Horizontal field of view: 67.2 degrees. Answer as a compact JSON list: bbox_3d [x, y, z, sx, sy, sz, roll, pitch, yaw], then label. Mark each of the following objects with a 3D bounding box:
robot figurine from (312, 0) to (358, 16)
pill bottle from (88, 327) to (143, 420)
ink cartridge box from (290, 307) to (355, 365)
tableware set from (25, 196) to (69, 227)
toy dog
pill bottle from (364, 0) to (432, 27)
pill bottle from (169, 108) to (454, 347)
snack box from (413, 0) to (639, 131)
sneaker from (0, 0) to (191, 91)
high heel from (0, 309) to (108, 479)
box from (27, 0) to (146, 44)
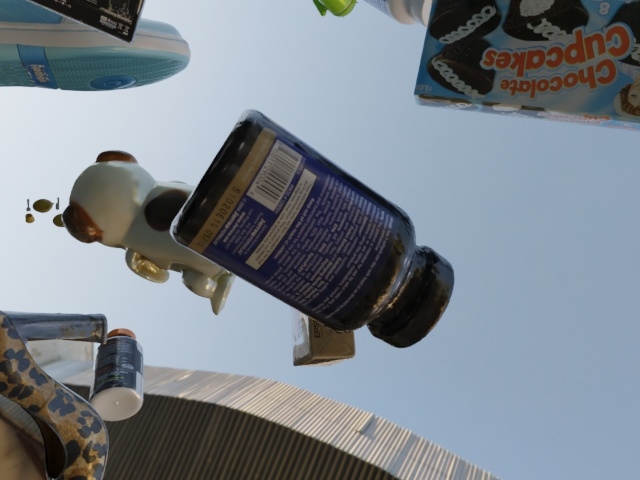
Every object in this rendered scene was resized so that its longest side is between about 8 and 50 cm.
[{"bbox_3d":[0.029,-0.515,1.004,0.101,0.115,0.067,-34,-126,27],"label":"robot figurine"},{"bbox_3d":[-0.549,0.351,1.311,0.130,0.130,0.246,-53,-147,19],"label":"pill bottle"},{"bbox_3d":[-0.004,0.123,0.949,0.088,0.193,0.235,0,-109,-14],"label":"ink cartridge box"},{"bbox_3d":[-0.700,-0.070,1.285,0.024,0.154,0.104,115,-37,-48],"label":"tableware set"},{"bbox_3d":[-0.374,-0.032,1.119,0.407,0.395,0.285,22,-101,-2],"label":"toy dog"},{"bbox_3d":[0.177,-0.572,1.059,0.152,0.152,0.272,-52,-124,19],"label":"pill bottle"},{"bbox_3d":[0.000,0.000,0.406,0.219,0.123,0.123,32,-70,-15],"label":"pill bottle"},{"bbox_3d":[0.308,-0.268,0.673,0.321,0.060,0.187,11,-89,16],"label":"snack box"},{"bbox_3d":[-0.301,-0.270,0.494,0.127,0.318,0.208,-8,-90,60],"label":"sneaker"},{"bbox_3d":[-0.334,0.205,0.522,0.093,0.186,0.261,-13,-106,37],"label":"high heel"},{"bbox_3d":[-0.129,-0.150,0.245,0.083,0.018,0.067,17,-79,-24],"label":"box"}]
